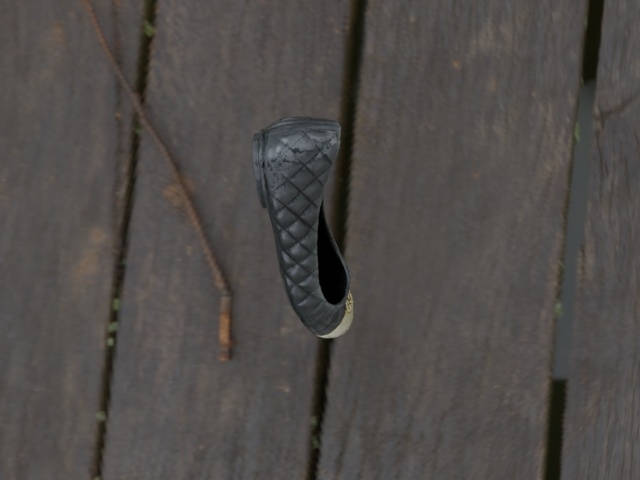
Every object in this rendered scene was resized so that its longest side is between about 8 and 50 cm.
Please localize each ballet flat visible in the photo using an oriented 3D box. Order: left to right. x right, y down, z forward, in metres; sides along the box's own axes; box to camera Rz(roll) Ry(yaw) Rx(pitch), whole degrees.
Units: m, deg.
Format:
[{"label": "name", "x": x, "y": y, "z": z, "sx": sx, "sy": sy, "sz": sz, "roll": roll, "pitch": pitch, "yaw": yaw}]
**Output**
[{"label": "ballet flat", "x": 0.000, "y": 0.000, "z": 0.750, "sx": 0.049, "sy": 0.173, "sz": 0.057, "roll": -5, "pitch": 49, "yaw": 9}]
